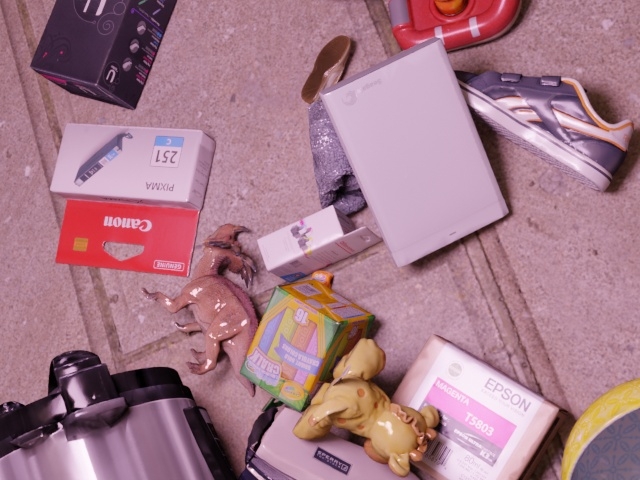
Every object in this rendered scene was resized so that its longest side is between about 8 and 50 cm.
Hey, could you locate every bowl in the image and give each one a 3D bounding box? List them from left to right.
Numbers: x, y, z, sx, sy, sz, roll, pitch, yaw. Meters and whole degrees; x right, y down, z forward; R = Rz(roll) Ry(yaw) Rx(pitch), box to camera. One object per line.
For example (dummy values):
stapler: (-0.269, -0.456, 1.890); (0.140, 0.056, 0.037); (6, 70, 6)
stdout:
bowl: (0.465, 0.291, 1.533); (0.290, 0.289, 0.156); (-32, 25, 11)

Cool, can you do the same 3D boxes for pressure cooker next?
pressure cooker: (-0.339, 0.378, 1.704); (0.370, 0.376, 0.420); (-31, 72, 23)

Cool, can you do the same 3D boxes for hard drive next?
hard drive: (0.151, -0.135, 1.714); (0.203, 0.040, 0.307); (-26, 110, -4)

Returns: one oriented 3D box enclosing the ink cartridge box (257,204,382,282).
ink cartridge box: (0.000, 0.000, 1.829); (0.181, 0.104, 0.061); (-24, 70, 13)

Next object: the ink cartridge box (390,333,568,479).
ink cartridge box: (0.227, 0.283, 1.681); (0.235, 0.088, 0.193); (30, 89, 26)

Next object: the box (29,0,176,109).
box: (-0.402, -0.407, 2.064); (0.165, 0.143, 0.270); (16, 83, 24)

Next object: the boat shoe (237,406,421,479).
boat shoe: (0.027, 0.400, 1.724); (0.341, 0.158, 0.127); (34, 48, 4)

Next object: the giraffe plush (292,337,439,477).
giraffe plush: (0.083, 0.261, 1.621); (0.170, 0.210, 0.181); (37, 77, 0)

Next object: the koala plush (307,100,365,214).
koala plush: (0.097, -0.158, 1.799); (0.221, 0.203, 0.196); (-7, 79, 3)

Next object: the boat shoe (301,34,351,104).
boat shoe: (0.015, -0.298, 1.931); (0.050, 0.045, 0.135); (36, 95, 32)

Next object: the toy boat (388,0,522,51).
toy boat: (0.217, -0.409, 1.824); (0.231, 0.151, 0.150); (-13, 73, 18)

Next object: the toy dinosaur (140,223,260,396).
toy dinosaur: (-0.161, 0.111, 1.858); (0.200, 0.127, 0.295); (-34, 73, 3)

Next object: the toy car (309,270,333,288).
toy car: (0.026, 0.095, 1.830); (0.122, 0.040, 0.060); (30, 89, 25)

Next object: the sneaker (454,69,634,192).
sneaker: (0.345, -0.208, 1.742); (0.321, 0.126, 0.127); (33, 93, 17)

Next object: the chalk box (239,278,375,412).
chalk box: (-0.030, 0.189, 1.764); (0.132, 0.132, 0.213); (29, 106, 24)

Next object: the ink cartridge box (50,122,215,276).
ink cartridge box: (-0.357, -0.079, 2.007); (0.297, 0.066, 0.261); (5, 77, 22)
